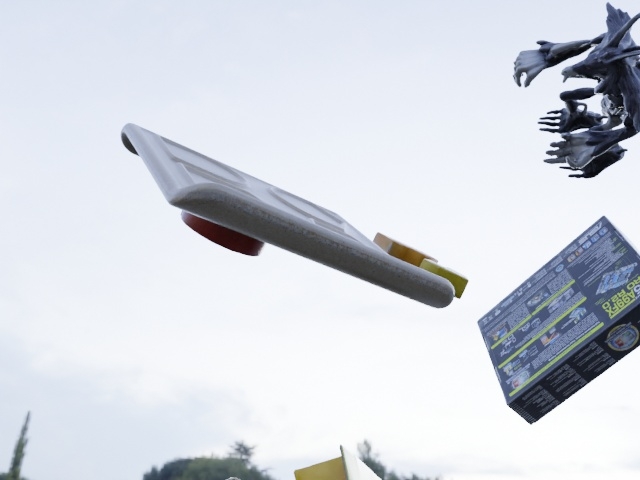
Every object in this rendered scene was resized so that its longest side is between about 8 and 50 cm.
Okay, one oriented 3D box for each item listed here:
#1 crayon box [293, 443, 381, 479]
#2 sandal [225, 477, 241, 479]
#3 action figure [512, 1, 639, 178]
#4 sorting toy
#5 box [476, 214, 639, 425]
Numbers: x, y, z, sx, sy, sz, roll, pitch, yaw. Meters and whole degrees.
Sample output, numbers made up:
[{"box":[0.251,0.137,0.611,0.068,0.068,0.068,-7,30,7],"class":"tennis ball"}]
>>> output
[{"box":[0.052,0.386,0.851,0.081,0.202,0.319,-18,-33,7],"class":"crayon box"},{"box":[-0.083,0.291,0.738,0.088,0.079,0.240,-14,5,-17],"class":"sandal"},{"box":[0.317,-0.165,0.845,0.140,0.164,0.276,-13,-19,8],"class":"action figure"},{"box":[0.000,0.000,0.551,0.307,0.041,0.229,22,6,-29],"class":"sorting toy"},{"box":[0.368,0.111,1.037,0.060,0.216,0.270,39,-70,-18],"class":"box"}]
